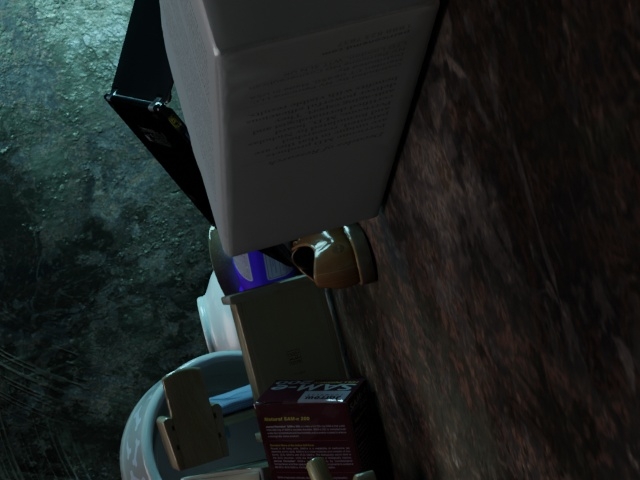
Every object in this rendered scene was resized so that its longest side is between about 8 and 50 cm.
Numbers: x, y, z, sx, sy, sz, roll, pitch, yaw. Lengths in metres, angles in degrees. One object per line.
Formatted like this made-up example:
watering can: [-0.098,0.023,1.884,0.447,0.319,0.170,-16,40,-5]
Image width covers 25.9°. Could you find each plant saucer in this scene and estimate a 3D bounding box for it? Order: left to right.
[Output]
plant saucer: [-0.111,0.041,2.276,0.198,0.036,0.198,44,-145,-43]

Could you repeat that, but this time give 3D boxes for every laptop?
laptop: [-0.133,-0.213,1.837,0.408,0.236,0.382,51,171,-18]

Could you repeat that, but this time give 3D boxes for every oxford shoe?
oxford shoe: [0.000,0.000,1.532,0.212,0.076,0.076,-123,18,-72]

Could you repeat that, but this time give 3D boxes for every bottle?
bottle: [-0.088,0.020,2.124,0.118,0.092,0.282,-119,16,-50]

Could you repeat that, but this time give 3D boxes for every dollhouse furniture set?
dollhouse furniture set: [-0.123,0.171,1.935,0.303,0.286,0.198,169,86,-71]

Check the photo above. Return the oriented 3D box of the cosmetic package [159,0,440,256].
cosmetic package: [-0.036,-0.170,1.142,0.453,0.162,0.230,102,152,-73]

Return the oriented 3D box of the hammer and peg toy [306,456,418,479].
hammer and peg toy: [0.075,0.375,1.499,0.361,0.127,0.266,95,161,-68]

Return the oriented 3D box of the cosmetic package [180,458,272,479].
cosmetic package: [-0.057,0.373,1.903,0.296,0.129,0.153,3,-103,-66]

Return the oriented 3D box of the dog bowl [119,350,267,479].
dog bowl: [-0.130,0.327,2.152,0.102,0.349,0.348,118,139,-59]

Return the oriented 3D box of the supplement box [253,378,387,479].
supplement box: [0.010,0.295,1.746,0.073,0.130,0.239,-44,-54,-59]

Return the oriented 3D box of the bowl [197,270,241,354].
bowl: [-0.137,0.152,2.473,0.298,0.134,0.297,166,90,-88]
